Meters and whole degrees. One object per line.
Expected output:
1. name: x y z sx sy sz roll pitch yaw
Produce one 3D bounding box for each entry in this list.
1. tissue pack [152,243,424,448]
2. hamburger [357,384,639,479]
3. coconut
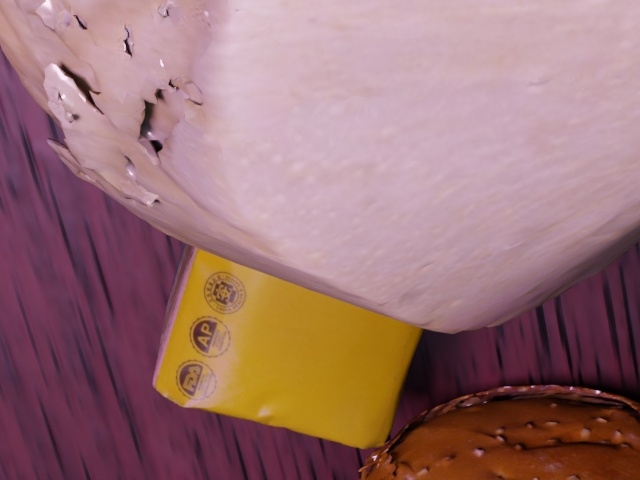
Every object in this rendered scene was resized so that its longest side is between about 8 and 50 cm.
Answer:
1. tissue pack: 0.000 0.000 0.706 0.120 0.082 0.169 16 110 -10
2. hamburger: 0.117 0.203 0.717 0.260 0.245 0.211 5 114 14
3. coconut: 0.050 -0.136 0.490 0.352 0.352 0.353 -1 112 -3
